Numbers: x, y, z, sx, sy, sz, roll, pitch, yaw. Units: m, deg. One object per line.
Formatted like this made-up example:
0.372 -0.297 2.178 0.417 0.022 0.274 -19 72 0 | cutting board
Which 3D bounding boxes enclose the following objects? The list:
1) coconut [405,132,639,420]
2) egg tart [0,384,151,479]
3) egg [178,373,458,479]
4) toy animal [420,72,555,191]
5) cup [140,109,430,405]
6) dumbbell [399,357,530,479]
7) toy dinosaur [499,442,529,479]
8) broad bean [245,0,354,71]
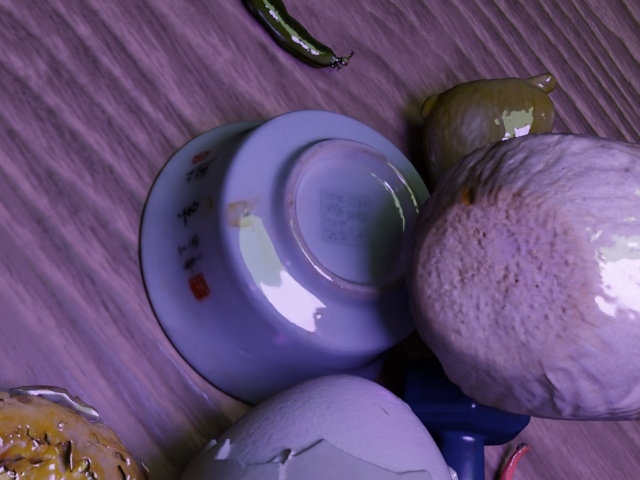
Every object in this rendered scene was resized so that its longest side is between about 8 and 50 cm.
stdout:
0.251 0.035 0.770 0.329 0.329 0.328 12 67 -28 | coconut
-0.264 0.253 0.640 0.297 0.132 0.296 17 66 -43 | egg tart
-0.006 0.274 0.690 0.278 0.278 0.336 22 61 -24 | egg
0.243 -0.028 1.027 0.181 0.181 0.362 -7 75 -25 | toy animal
0.000 0.000 0.868 0.347 0.163 0.347 12 67 -29 | cup
0.144 0.289 0.861 0.144 0.160 0.324 6 64 3 | dumbbell
0.227 0.363 0.890 0.139 0.070 0.285 38 45 -60 | toy dinosaur
-0.054 -0.294 1.019 0.227 0.039 0.069 45 61 -11 | broad bean
